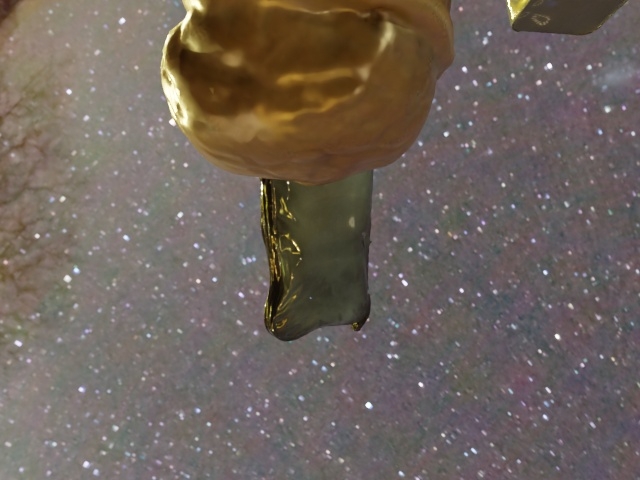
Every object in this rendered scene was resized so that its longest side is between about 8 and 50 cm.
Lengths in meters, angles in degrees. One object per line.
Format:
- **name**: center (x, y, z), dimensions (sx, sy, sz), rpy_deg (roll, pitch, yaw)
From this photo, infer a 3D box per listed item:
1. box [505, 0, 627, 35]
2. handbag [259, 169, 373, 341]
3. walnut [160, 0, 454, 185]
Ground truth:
- **box**: center (0.319, -0.362, 0.898), dimensions (0.243, 0.163, 0.135), rpy_deg (126, -37, -71)
- **handbag**: center (0.000, 0.003, 1.119), dimensions (0.191, 0.332, 0.075), rpy_deg (-12, -158, -30)
- **walnut**: center (-0.006, -0.200, 0.703), dimensions (0.285, 0.285, 0.296), rpy_deg (-2, -109, 41)
